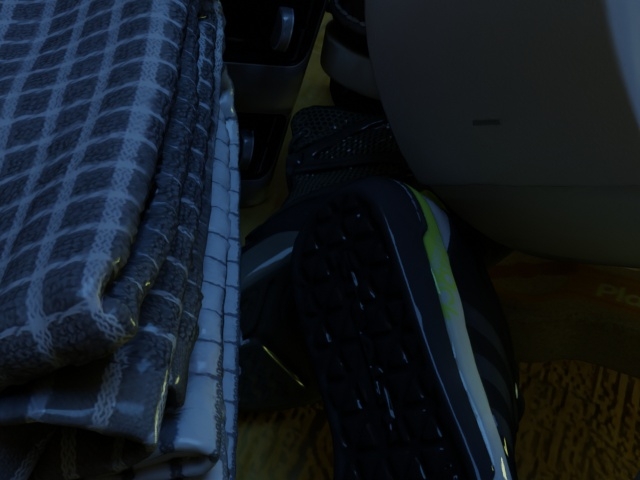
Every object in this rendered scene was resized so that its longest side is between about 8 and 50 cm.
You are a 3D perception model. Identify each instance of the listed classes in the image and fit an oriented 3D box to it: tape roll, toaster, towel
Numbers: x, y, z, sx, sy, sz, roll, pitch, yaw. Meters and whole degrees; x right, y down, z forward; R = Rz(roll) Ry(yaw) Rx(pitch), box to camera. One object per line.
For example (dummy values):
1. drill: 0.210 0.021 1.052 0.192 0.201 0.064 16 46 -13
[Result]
1. tape roll: 0.162 -0.107 0.505 0.246 0.246 0.169 -2 4 -25
2. toaster: -0.071 -0.130 0.662 0.110 0.168 0.186 6 38 -20
3. towel: -0.151 -0.004 0.449 0.235 0.121 0.284 -5 38 2

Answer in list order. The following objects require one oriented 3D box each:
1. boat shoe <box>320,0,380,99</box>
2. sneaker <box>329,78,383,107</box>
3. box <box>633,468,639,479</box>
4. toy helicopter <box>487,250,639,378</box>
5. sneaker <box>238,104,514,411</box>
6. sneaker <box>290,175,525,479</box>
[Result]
1. boat shoe: 0.113 -0.180 0.703 0.116 0.097 0.324 26 38 26
2. sneaker: 0.145 -0.069 0.731 0.293 0.102 0.146 8 36 0
3. box: 0.233 0.202 0.339 0.345 0.168 0.215 26 36 13
4. toy helicopter: 0.239 0.050 0.586 0.355 0.140 0.235 16 40 20
5. sneaker: 0.000 0.000 0.594 0.227 0.087 0.130 -36 33 -27
6. sneaker: 0.058 0.077 0.470 0.097 0.084 0.235 16 57 -41
